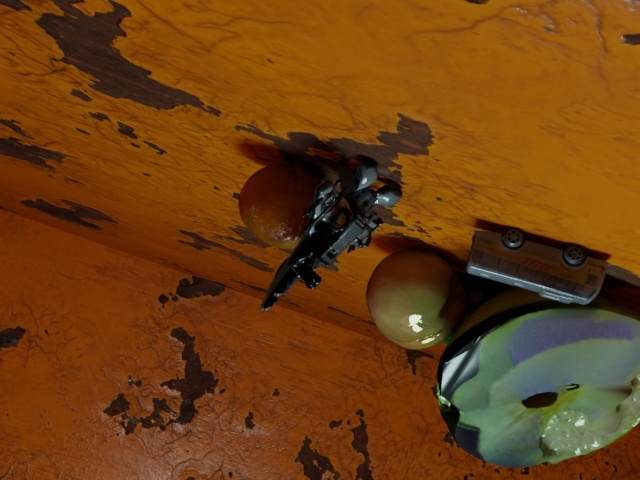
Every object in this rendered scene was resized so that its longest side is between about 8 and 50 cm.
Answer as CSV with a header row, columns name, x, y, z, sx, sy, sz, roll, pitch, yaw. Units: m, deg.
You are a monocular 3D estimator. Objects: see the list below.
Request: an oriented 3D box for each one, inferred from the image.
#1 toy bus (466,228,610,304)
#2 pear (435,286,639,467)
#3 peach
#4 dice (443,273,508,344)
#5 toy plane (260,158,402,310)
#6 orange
name,x,y,z,sx,sy,sz,roll,pitch,yaw
toy bus,0.303,0.035,1.144,0.190,0.075,0.064,17,168,10
pear,0.375,0.202,1.377,0.398,0.165,0.399,-1,129,-2
peach,0.166,0.102,1.439,0.184,0.184,0.184,17,169,4
dice,0.286,0.140,1.533,0.120,0.131,0.128,12,168,39
toy plane,0.005,0.004,1.090,0.078,0.246,0.169,35,179,34
orange,-0.052,-0.052,1.163,0.135,0.136,0.118,15,135,16
